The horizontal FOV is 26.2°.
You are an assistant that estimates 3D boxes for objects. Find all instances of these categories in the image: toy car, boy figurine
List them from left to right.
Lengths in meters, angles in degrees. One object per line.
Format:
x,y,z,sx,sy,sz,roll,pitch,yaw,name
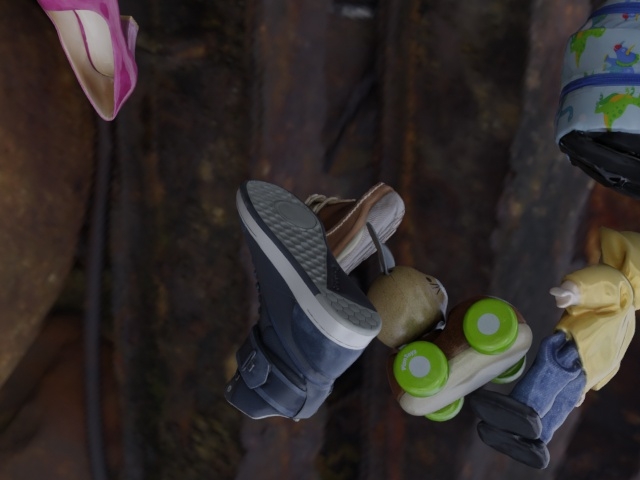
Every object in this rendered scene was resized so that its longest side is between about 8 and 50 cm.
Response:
0.106,0.066,1.371,0.149,0.188,0.155,-32,159,1,toy car
0.264,0.088,1.395,0.285,0.092,0.177,-52,144,-23,boy figurine

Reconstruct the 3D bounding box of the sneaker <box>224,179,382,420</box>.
-0.047,0.063,1.269,0.086,0.226,0.163,7,127,-36,sneaker

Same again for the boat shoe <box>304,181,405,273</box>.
0.000,0.000,1.826,0.123,0.116,0.324,-37,175,-36,boat shoe

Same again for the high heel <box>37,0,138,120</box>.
-0.266,-0.220,1.520,0.244,0.082,0.117,51,46,-76,high heel

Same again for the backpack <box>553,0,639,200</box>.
0.418,-0.131,1.399,0.290,0.355,0.273,26,60,-72,backpack
